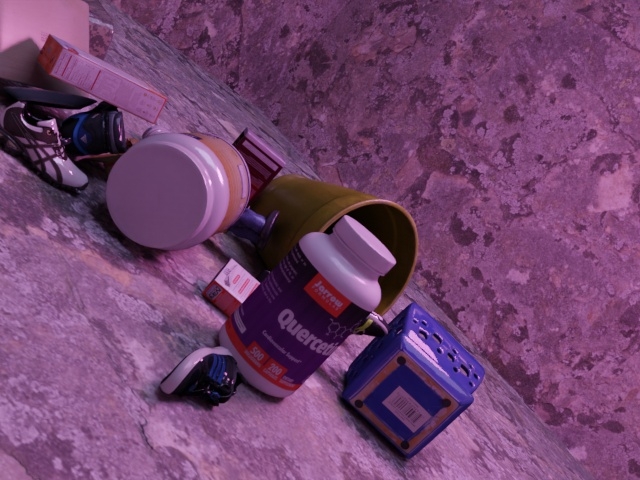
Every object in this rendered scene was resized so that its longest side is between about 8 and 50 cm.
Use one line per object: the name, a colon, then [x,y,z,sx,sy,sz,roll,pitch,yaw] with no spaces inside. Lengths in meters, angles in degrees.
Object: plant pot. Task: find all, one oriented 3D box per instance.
plant pot: [0.195,0.312,1.611,0.236,0.236,0.212,43,18,2]
plant pot: [-0.006,-0.001,1.891,0.366,0.366,0.353,32,4,-45]

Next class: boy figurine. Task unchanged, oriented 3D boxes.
boy figurine: [-0.245,-0.069,1.739,0.285,0.092,0.177,23,-28,3]

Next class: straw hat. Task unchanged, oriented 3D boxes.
straw hat: [-0.424,-0.156,1.589,0.144,0.144,0.061,-77,160,-78]

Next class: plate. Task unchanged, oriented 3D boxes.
plate: [-0.563,-0.293,1.552,0.188,0.024,0.188,6,3,0]

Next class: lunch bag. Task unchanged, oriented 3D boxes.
lunch bag: [-0.672,-0.522,1.816,0.256,0.213,0.305,14,25,-35]

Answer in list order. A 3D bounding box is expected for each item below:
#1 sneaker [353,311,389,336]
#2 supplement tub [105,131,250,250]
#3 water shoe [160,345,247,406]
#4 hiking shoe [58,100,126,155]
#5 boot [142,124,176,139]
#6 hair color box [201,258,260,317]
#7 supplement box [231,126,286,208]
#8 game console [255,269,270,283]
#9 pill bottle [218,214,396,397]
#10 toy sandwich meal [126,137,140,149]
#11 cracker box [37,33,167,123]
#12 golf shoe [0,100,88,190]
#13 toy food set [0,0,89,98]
sneaker: [0.027,0.182,1.589,0.234,0.097,0.084,18,-26,-4]
supplement tub: [-0.278,-0.103,1.497,0.228,0.228,0.316,43,10,-1]
water shoe: [-0.164,0.208,1.121,0.080,0.073,0.203,47,12,11]
hiking shoe: [-0.490,-0.238,1.576,0.132,0.113,0.304,-6,10,-18]
boot: [-0.376,-0.232,2.068,0.123,0.095,0.258,54,23,23]
hair color box: [-0.146,0.125,1.499,0.167,0.053,0.093,43,30,-7]
supplement box: [-0.213,-0.152,1.892,0.130,0.239,0.073,39,10,-18]
game console: [-0.094,0.148,1.586,0.144,0.124,0.085,41,-16,-11]
pill bottle: [-0.020,0.113,1.330,0.181,0.323,0.181,41,11,-10]
toy sandwich meal: [-0.457,-0.225,1.876,0.085,0.029,0.085,46,9,-9]
cracker box: [-0.449,-0.331,1.533,0.232,0.067,0.155,24,9,-35]
golf shoe: [-0.493,-0.169,1.353,0.198,0.094,0.077,39,10,-28]
toy food set: [-0.613,-0.424,1.575,0.092,0.220,0.306,-1,-2,29]
